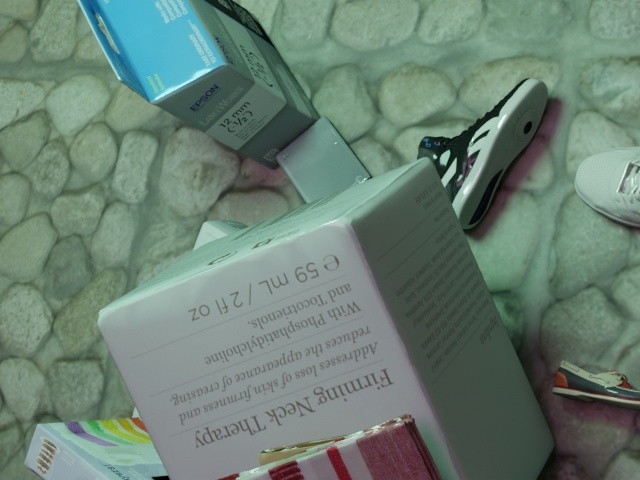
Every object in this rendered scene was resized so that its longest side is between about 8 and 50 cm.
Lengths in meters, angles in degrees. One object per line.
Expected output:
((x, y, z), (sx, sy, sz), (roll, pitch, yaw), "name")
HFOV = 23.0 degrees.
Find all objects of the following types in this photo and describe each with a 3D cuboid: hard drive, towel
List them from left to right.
((-0.004, 0.333, 1.619), (0.329, 0.037, 0.237), (-22, 97, 21), "towel")
((0.006, -0.098, 2.191), (0.094, 0.022, 0.135), (-40, 55, 7), "hard drive")

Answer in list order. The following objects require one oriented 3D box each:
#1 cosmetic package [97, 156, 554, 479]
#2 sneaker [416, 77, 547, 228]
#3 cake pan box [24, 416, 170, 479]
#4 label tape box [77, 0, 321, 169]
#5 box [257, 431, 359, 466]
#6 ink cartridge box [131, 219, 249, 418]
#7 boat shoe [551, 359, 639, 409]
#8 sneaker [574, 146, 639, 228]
((0.021, 0.164, 1.793), (0.329, 0.327, 0.393), (-22, 96, 23), "cosmetic package")
((0.195, -0.133, 2.046), (0.121, 0.079, 0.216), (33, 93, 36), "sneaker")
((-0.201, 0.313, 1.997), (0.267, 0.246, 0.070), (30, 108, 38), "cake pan box")
((-0.177, -0.269, 2.180), (0.115, 0.348, 0.249), (-40, 55, 15), "label tape box")
((0.037, 0.300, 1.633), (0.164, 0.021, 0.201), (-13, 100, 22), "box")
((-0.096, 0.206, 2.134), (0.308, 0.091, 0.385), (31, 108, 37), "ink cartridge box")
((0.337, 0.172, 1.856), (0.137, 0.049, 0.043), (7, 74, 40), "boat shoe")
((0.401, -0.070, 1.829), (0.293, 0.169, 0.108), (16, 83, 38), "sneaker")
